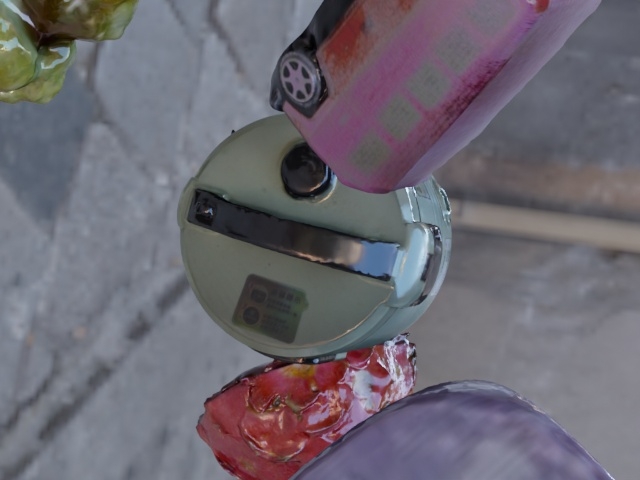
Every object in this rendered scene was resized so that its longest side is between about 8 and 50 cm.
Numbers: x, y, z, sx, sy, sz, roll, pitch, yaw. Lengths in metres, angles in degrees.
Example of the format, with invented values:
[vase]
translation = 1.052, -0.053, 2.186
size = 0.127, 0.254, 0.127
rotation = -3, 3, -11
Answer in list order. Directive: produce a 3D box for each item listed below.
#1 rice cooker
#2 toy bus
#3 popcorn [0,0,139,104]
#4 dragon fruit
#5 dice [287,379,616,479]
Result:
[rice cooker]
translation = 0.000, 0.000, 1.553
size = 0.244, 0.226, 0.226
rotation = 15, 83, -75
[toy bus]
translation = 0.082, -0.153, 1.274
size = 0.127, 0.147, 0.303
rotation = -28, 165, -39
[popcorn]
translation = -0.257, -0.231, 1.244
size = 0.276, 0.276, 0.225
rotation = -67, 178, -48
[dragon fruit]
translation = -0.004, 0.197, 1.912
size = 0.189, 0.261, 0.163
rotation = 62, 8, -8
[dice]
translation = 0.097, 0.278, 1.187
size = 0.271, 0.270, 0.270
rotation = -38, 152, -10
